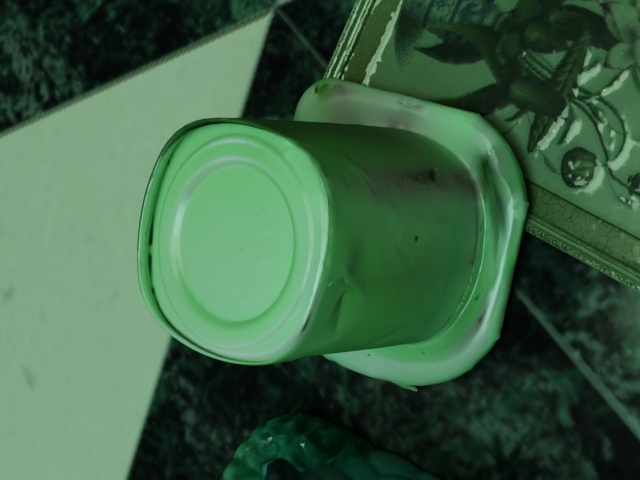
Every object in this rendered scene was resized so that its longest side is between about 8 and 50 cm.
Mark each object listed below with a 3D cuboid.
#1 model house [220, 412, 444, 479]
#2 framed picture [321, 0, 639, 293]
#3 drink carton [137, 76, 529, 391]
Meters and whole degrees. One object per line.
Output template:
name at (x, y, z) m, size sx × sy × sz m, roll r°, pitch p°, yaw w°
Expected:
model house at (-0.040, 0.233, 0.728) m, size 0.226 × 0.241 × 0.261 m, roll 23°, pitch 100°, yaw 28°
framed picture at (0.114, -0.093, 0.782) m, size 0.231 × 0.010 × 0.173 m, roll 30°, pitch 103°, yaw 30°
drink carton at (0.000, 0.000, 0.764) m, size 0.144 × 0.142 × 0.146 m, roll 18°, pitch 101°, yaw 32°
